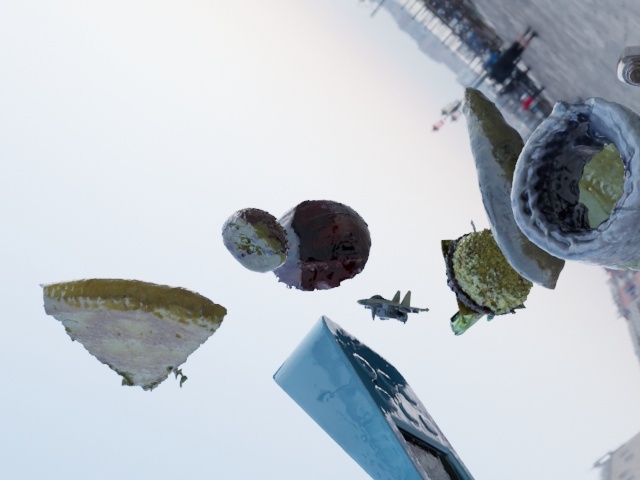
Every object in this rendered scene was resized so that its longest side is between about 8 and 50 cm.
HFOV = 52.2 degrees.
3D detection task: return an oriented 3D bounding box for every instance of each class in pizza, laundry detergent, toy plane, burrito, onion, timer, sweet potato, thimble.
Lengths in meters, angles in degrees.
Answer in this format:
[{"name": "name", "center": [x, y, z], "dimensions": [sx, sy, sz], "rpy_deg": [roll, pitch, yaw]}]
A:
[{"name": "pizza", "center": [-0.298, 0.152, 1.031], "dimensions": [0.279, 0.288, 0.075], "rpy_deg": [12, -131, -6]}, {"name": "laundry detergent", "center": [0.801, -0.413, 1.560], "dimensions": [0.171, 0.076, 0.237], "rpy_deg": [10, -154, 19]}, {"name": "toy plane", "center": [0.174, 0.185, 1.759], "dimensions": [0.262, 0.192, 0.088], "rpy_deg": [-2, -89, -51]}, {"name": "burrito", "center": [0.464, 0.186, 1.830], "dimensions": [0.054, 0.288, 0.104], "rpy_deg": [29, -149, -21]}, {"name": "onion", "center": [0.000, 0.000, 1.813], "dimensions": [0.280, 0.314, 0.146], "rpy_deg": [-105, 8, -45]}, {"name": "timer", "center": [0.090, 0.213, 0.720], "dimensions": [0.250, 0.091, 0.232], "rpy_deg": [40, 178, 41]}, {"name": "sweet potato", "center": [0.348, -0.106, 1.205], "dimensions": [0.130, 0.130, 0.423], "rpy_deg": [-2, -111, -64]}, {"name": "thimble", "center": [0.418, -0.084, 0.991], "dimensions": [0.157, 0.217, 0.246], "rpy_deg": [11, -102, -44]}]

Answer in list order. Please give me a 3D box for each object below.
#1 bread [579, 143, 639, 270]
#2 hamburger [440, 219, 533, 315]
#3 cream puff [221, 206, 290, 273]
[{"name": "bread", "center": [0.672, -0.087, 1.412], "dimensions": [0.341, 0.301, 0.210], "rpy_deg": [40, -168, 34]}, {"name": "hamburger", "center": [0.420, 0.066, 1.609], "dimensions": [0.243, 0.139, 0.262], "rpy_deg": [-6, -116, -25]}, {"name": "cream puff", "center": [-0.119, -0.005, 1.273], "dimensions": [0.149, 0.149, 0.084], "rpy_deg": [40, -127, -6]}]
